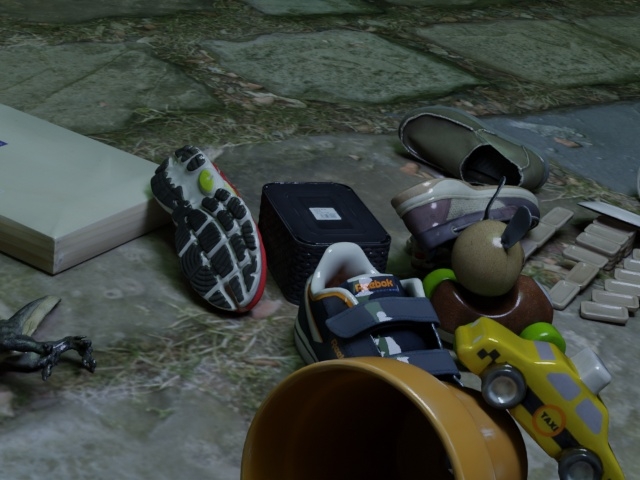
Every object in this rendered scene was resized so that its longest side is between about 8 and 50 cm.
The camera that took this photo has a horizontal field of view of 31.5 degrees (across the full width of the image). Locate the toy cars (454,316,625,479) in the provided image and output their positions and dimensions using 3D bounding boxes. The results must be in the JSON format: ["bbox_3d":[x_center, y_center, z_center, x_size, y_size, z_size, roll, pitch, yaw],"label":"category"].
[{"bbox_3d":[0.247,0.197,0.888,0.176,0.087,0.393,34,18,-51],"label":"toy cars"}]

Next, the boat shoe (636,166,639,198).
[{"bbox_3d":[0.606,-0.051,1.671,0.099,0.116,0.319,-9,25,-26],"label":"boat shoe"}]

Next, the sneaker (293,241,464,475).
[{"bbox_3d":[0.063,0.115,1.140,0.126,0.127,0.321,-4,29,-28],"label":"sneaker"}]

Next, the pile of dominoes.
[{"bbox_3d":[0.354,0.042,1.513,0.196,0.040,0.251,23,37,28],"label":"pile of dominoes"}]

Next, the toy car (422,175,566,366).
[{"bbox_3d":[0.205,0.029,1.287,0.149,0.188,0.155,1,26,-15],"label":"toy car"}]

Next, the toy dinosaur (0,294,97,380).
[{"bbox_3d":[-0.294,0.104,1.126,0.118,0.064,0.268,11,21,20],"label":"toy dinosaur"}]

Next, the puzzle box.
[{"bbox_3d":[-0.405,-0.086,1.495,0.409,0.052,0.272,22,29,26],"label":"puzzle box"}]

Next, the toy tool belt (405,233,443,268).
[{"bbox_3d":[0.138,-0.002,1.491,0.052,0.051,0.083,15,26,13],"label":"toy tool belt"}]

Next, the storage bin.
[{"bbox_3d":[0.000,0.000,1.406,0.122,0.084,0.180,-1,26,-20],"label":"storage bin"}]

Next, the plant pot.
[{"bbox_3d":[0.072,0.191,0.923,0.205,0.205,0.188,26,15,33],"label":"plant pot"}]

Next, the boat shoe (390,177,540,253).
[{"bbox_3d":[0.195,-0.019,1.446,0.103,0.092,0.285,-23,-16,33],"label":"boat shoe"}]

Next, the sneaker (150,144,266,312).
[{"bbox_3d":[-0.111,-0.012,1.382,0.118,0.107,0.279,39,17,-42],"label":"sneaker"}]

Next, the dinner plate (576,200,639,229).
[{"bbox_3d":[0.436,-0.033,1.628,0.141,0.017,0.141,22,4,-2],"label":"dinner plate"}]

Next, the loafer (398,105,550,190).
[{"bbox_3d":[0.229,-0.141,1.761,0.251,0.094,0.087,20,23,23],"label":"loafer"}]
